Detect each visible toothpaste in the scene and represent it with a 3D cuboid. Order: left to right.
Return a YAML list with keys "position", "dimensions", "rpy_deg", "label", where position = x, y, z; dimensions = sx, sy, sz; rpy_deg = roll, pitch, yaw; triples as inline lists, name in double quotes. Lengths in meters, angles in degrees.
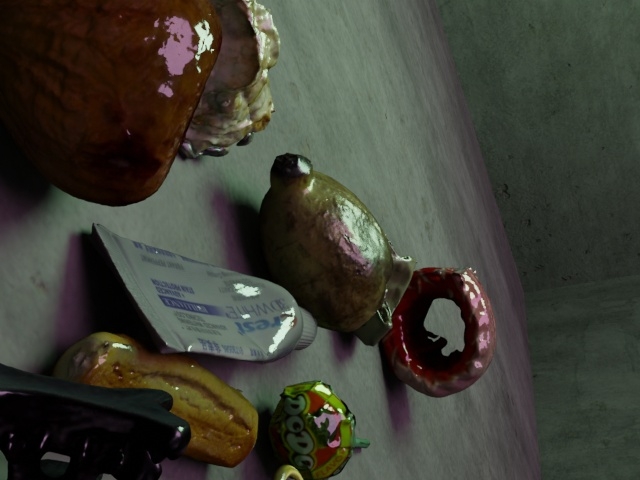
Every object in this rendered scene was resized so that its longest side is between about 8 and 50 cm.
- position: [-0.075, 0.057, 0.599]
  dimensions: [0.068, 0.099, 0.282]
  rpy_deg: [-68, 155, -5]
  label: "toothpaste"

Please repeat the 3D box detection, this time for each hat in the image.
- position: [0.046, 0.040, 0.956]
  dimensions: [0.175, 0.085, 0.147]
  rpy_deg: [50, 38, -9]
  label: "hat"

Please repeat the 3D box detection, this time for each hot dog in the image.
- position: [-0.107, 0.111, 0.515]
  dimensions: [0.066, 0.047, 0.216]
  rpy_deg: [-58, 146, -8]
  label: "hot dog"

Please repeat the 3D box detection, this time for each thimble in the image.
- position: [0.178, 0.134, 1.097]
  dimensions: [0.125, 0.163, 0.189]
  rpy_deg: [9, 77, -70]
  label: "thimble"

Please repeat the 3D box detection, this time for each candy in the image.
- position: [0.018, 0.207, 0.785]
  dimensions: [0.305, 0.083, 0.091]
  rpy_deg: [46, 41, -68]
  label: "candy"

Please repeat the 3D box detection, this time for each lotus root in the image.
- position: [0.000, 0.000, 0.755]
  dimensions: [0.138, 0.139, 0.214]
  rpy_deg: [-71, 141, -54]
  label: "lotus root"

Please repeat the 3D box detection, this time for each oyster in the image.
- position: [-0.091, -0.136, 0.610]
  dimensions: [0.191, 0.081, 0.163]
  rpy_deg: [-15, 129, -43]
  label: "oyster"

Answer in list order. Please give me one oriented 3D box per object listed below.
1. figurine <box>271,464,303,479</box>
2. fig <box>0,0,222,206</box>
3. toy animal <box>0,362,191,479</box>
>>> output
- position: [0.012, 0.282, 0.601]
  dimensions: [0.263, 0.142, 0.189]
  rpy_deg: [33, 48, -60]
  label: "figurine"
- position: [-0.166, -0.106, 0.430]
  dimensions: [0.201, 0.134, 0.146]
  rpy_deg: [15, 90, -23]
  label: "fig"
- position: [-0.151, 0.169, 0.358]
  dimensions: [0.117, 0.121, 0.209]
  rpy_deg: [158, -55, -67]
  label: "toy animal"
